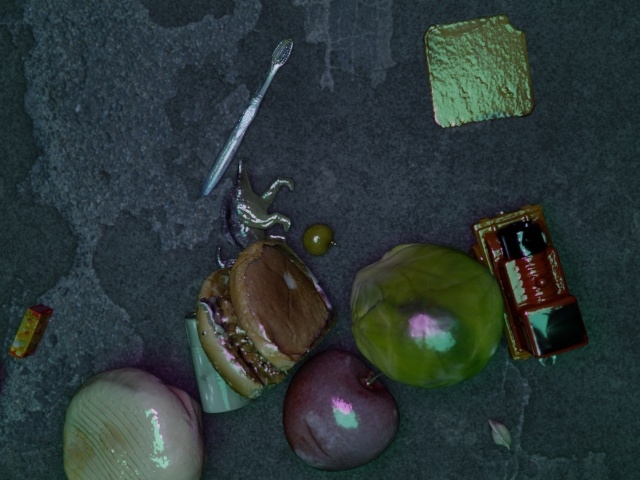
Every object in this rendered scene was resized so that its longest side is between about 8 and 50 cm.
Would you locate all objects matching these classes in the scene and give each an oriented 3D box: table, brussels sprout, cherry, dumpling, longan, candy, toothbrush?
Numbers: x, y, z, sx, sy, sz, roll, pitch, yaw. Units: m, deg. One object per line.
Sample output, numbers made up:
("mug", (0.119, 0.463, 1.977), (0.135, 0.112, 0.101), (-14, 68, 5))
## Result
("table", (-0.230, 0.267, 1.499), (0.127, 0.126, 0.219), (-10, 95, 3))
("brussels sprout", (0.224, 0.166, 1.399), (0.344, 0.344, 0.268), (-30, 126, 4))
("cherry", (0.034, 0.384, 1.454), (0.261, 0.221, 0.307), (47, 119, 18))
("dumpling", (0.420, 0.454, 1.520), (0.043, 0.059, 0.077), (-12, 90, 13))
("longan", (0.000, 0.000, 1.498), (0.083, 0.075, 0.075), (20, 95, -2))
("candy", (-0.682, 0.214, 1.544), (0.038, 0.062, 0.121), (25, 95, 2))
("toothbrush", (-0.171, -0.279, 1.501), (0.035, 0.042, 0.413), (30, 97, 0))

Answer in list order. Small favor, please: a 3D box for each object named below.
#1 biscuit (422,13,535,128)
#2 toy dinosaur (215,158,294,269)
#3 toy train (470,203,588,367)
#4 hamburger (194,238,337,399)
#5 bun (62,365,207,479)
("biscuit", (0.358, -0.384, 1.484), (0.232, 0.013, 0.236), (-8, 95, 3))
("toy dinosaur", (-0.152, -0.034, 1.498), (0.162, 0.077, 0.293), (7, 96, -5))
("toy train", (0.454, 0.109, 1.409), (0.163, 0.231, 0.368), (-18, 94, 0))
("hamburger", (-0.116, 0.151, 1.387), (0.195, 0.318, 0.276), (-39, 87, 30))
("bun", (-0.401, 0.449, 1.468), (0.365, 0.219, 0.364), (2, 95, 27))
